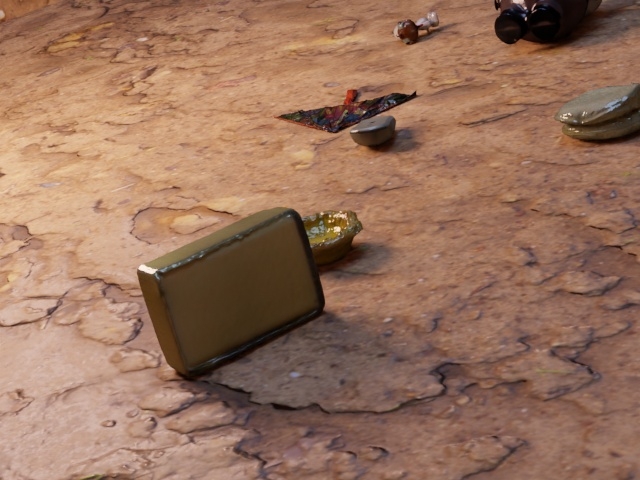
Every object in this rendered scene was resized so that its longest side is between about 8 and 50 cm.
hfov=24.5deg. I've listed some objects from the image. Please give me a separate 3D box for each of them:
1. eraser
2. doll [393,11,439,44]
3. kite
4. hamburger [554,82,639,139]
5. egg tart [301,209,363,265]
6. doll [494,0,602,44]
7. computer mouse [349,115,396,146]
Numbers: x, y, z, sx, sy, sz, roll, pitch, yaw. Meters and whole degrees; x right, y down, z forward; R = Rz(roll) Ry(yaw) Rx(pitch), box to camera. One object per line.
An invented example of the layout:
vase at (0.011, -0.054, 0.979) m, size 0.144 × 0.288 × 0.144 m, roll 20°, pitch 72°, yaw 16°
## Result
eraser at (-0.088, 0.049, 1.479) m, size 0.172 × 0.117 × 0.058 m, roll -26°, pitch 19°, yaw -26°
doll at (0.160, -0.353, 2.449) m, size 0.085 × 0.040 × 0.058 m, roll -19°, pitch 11°, yaw -11°
kite at (0.028, -0.191, 2.162) m, size 0.232 × 0.009 × 0.189 m, roll -8°, pitch 22°, yaw 16°
hamburger at (0.336, -0.152, 1.800) m, size 0.084 × 0.054 × 0.121 m, roll -33°, pitch 24°, yaw -30°
egg tart at (0.000, 0.000, 1.651) m, size 0.105 × 0.039 × 0.105 m, roll -13°, pitch 21°, yaw 5°
doll at (0.360, -0.379, 2.266) m, size 0.182 × 0.117 × 0.257 m, roll 0°, pitch 26°, yaw 30°
computer mouse at (0.073, -0.145, 1.984) m, size 0.056 × 0.032 × 0.110 m, roll -8°, pitch 12°, yaw 14°
